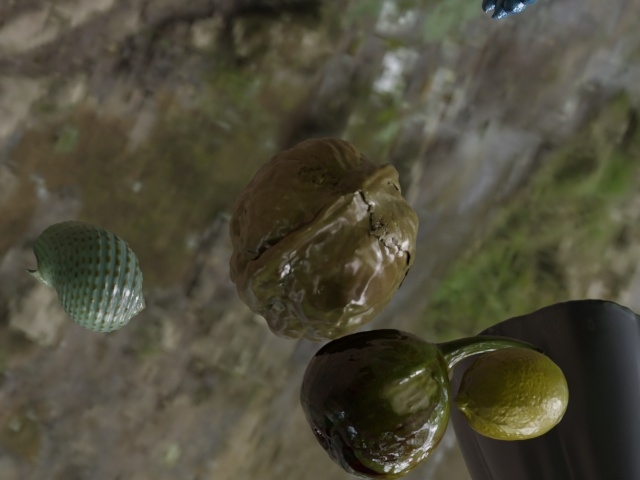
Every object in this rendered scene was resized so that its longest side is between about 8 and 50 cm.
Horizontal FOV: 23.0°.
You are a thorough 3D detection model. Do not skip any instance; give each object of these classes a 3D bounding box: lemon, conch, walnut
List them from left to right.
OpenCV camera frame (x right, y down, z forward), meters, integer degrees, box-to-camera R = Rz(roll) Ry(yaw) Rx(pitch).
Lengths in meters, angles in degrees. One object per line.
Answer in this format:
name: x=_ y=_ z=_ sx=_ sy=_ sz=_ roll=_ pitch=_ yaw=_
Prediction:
conch: x=-0.157 y=0.023 z=1.100 sx=0.085 sy=0.056 sz=0.076 roll=35 pitch=59 yaw=-38
walnut: x=0.000 y=0.000 z=1.617 sx=0.198 sy=0.198 sz=0.245 roll=-51 pitch=178 yaw=-31
lemon: x=0.165 y=0.133 z=1.364 sx=0.110 sy=0.082 sz=0.082 roll=2 pitch=115 yaw=-32

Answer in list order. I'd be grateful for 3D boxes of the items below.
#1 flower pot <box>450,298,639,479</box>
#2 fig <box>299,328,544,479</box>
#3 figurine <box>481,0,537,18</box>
flower pot: x=0.286 y=0.237 z=1.703 sx=0.265 sy=0.265 sz=0.243 roll=88 pitch=-7 yaw=-48
fig: x=0.104 y=0.134 z=1.516 sx=0.245 sy=0.149 sz=0.149 roll=-25 pitch=143 yaw=-15
figurine: x=0.226 y=-0.310 z=1.860 sx=0.079 sy=0.114 sz=0.114 roll=16 pitch=100 yaw=-26
